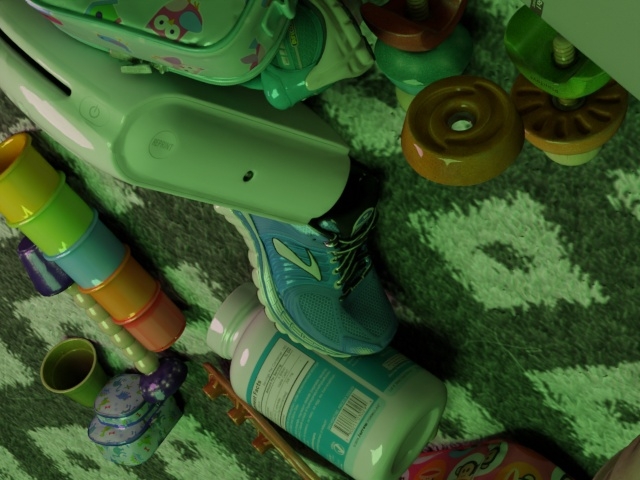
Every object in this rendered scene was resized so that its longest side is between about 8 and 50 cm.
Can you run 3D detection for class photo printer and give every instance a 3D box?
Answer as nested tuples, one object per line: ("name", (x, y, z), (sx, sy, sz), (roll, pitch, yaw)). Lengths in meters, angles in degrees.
("photo printer", (-0.151, -0.129, 1.535), (0.307, 0.107, 0.256), (14, -160, -49))

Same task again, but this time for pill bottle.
("pill bottle", (0.001, 0.153, 1.917), (0.264, 0.146, 0.146), (34, 148, 19))

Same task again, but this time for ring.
("ring", (-0.035, 0.279, 2.082), (0.336, 0.032, 0.336), (47, 173, 7))

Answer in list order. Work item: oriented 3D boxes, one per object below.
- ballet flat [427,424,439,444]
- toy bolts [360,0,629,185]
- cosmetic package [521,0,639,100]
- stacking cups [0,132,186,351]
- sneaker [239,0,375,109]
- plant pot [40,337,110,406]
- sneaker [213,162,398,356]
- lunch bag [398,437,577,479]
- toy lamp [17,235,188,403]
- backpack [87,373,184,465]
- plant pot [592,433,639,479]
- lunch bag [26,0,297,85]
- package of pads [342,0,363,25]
("ballet flat", (0.028, 0.180, 2.024), (0.248, 0.086, 0.086), (11, 141, 25))
("toy bolts", (0.128, -0.117, 1.470), (0.228, 0.218, 0.158), (34, 157, 28))
("cosmetic package", (0.235, -0.198, 1.274), (0.238, 0.107, 0.127), (45, 163, 19))
("stacking cups", (-0.278, 0.015, 2.020), (0.096, 0.096, 0.316), (-12, 128, 45))
("sneaker", (-0.066, -0.192, 1.465), (0.275, 0.110, 0.107), (39, 162, 52))
("plant pot", (-0.322, 0.186, 2.296), (0.083, 0.083, 0.079), (9, 151, 30))
("sneaker", (0.000, 0.000, 1.759), (0.147, 0.129, 0.330), (0, 135, 41))
("lunch bag", (0.227, 0.361, 2.064), (0.258, 0.120, 0.293), (40, 148, -19))
("toy lamp", (-0.277, 0.092, 2.132), (0.080, 0.080, 0.274), (-9, 129, 43))
("backpack", (-0.254, 0.236, 2.264), (0.105, 0.114, 0.084), (4, 138, 35))
("plant pot", (0.433, 0.208, 1.561), (0.334, 0.334, 0.305), (22, 134, 13))
("lunch bag", (-0.102, -0.265, 1.366), (0.224, 0.279, 0.108), (19, 171, 12))
("package of pads", (0.005, -0.222, 1.486), (0.050, 0.032, 0.083), (12, 145, 31))
